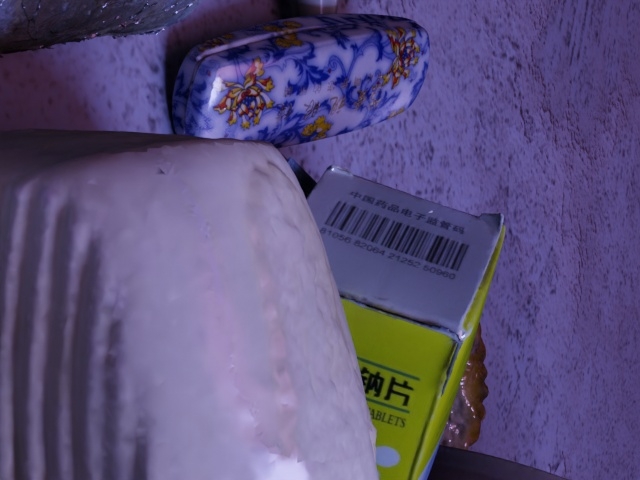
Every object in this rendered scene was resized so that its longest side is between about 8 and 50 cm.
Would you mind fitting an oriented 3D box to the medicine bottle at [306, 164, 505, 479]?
[{"bbox_3d":[0.028,0.093,0.963,0.141,0.137,0.250,-58,164,-51],"label":"medicine bottle"}]

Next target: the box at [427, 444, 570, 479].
[{"bbox_3d":[0.140,0.334,1.130,0.216,0.301,0.301,-61,140,-29],"label":"box"}]

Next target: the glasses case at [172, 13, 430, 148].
[{"bbox_3d":[-0.008,-0.120,1.026,0.248,0.065,0.087,-18,128,-44],"label":"glasses case"}]

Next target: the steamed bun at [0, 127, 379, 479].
[{"bbox_3d":[-0.091,0.066,0.762,0.272,0.273,0.290,-31,113,-60],"label":"steamed bun"}]

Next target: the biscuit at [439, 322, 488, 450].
[{"bbox_3d":[0.124,0.124,1.303,0.118,0.061,0.183,-28,115,-57],"label":"biscuit"}]

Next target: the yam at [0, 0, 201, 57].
[{"bbox_3d":[-0.152,-0.160,0.787,0.183,0.107,0.107,-26,114,-54],"label":"yam"}]

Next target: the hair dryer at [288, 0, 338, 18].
[{"bbox_3d":[-0.040,-0.183,1.025,0.199,0.067,0.167,-45,136,-35],"label":"hair dryer"}]

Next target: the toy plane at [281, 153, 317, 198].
[{"bbox_3d":[0.000,0.000,1.050,0.235,0.096,0.060,46,55,-48],"label":"toy plane"}]
